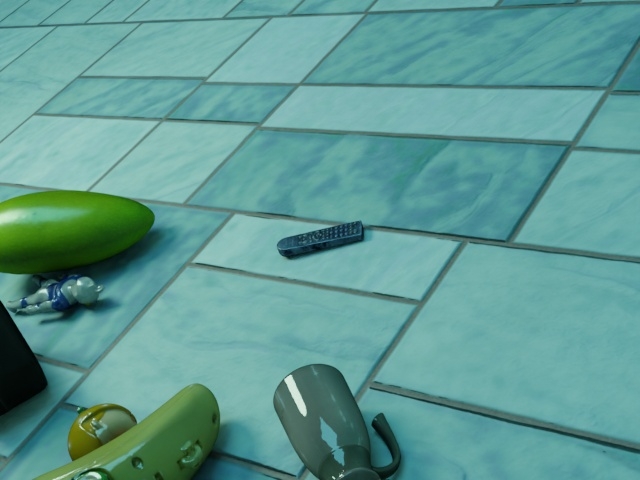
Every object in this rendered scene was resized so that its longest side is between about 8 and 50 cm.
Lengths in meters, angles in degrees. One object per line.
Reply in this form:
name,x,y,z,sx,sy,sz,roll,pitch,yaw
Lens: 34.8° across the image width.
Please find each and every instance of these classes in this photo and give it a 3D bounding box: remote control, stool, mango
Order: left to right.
stool,-0.563,0.178,1.681,0.141,0.232,0.232,-31,34,-17
mango,-0.487,-0.020,1.950,0.343,0.156,0.192,-6,5,2
remote control,0.000,-0.001,1.755,0.152,0.027,0.043,-14,29,12

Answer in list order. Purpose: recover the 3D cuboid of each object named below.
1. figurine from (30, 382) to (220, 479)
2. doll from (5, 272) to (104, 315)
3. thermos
figurine,-0.284,0.309,1.426,0.324,0.124,0.222,-38,33,-25
doll,-0.481,0.101,1.881,0.227,0.057,0.114,-6,31,39
thermos,0.031,0.258,1.329,0.137,0.105,0.193,-1,31,-23
